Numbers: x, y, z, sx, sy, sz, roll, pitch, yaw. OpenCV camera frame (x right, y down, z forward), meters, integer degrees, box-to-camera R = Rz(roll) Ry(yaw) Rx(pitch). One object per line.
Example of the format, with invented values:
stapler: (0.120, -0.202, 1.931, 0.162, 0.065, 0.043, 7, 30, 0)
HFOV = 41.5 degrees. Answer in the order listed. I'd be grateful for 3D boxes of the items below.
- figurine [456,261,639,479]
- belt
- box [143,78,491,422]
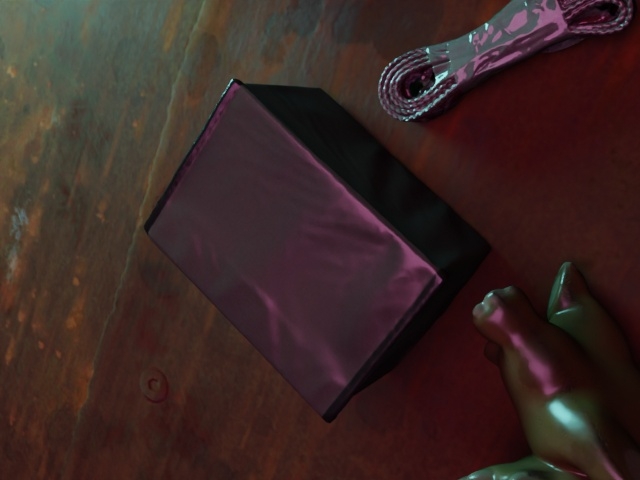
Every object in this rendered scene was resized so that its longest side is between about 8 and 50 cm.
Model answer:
figurine: (0.194, 0.172, 0.694, 0.247, 0.177, 0.173, 55, 132, 21)
belt: (0.156, -0.172, 0.745, 0.232, 0.053, 0.071, -22, 84, 28)
box: (0.000, 0.000, 0.786, 0.252, 0.153, 0.188, 42, 113, 17)
